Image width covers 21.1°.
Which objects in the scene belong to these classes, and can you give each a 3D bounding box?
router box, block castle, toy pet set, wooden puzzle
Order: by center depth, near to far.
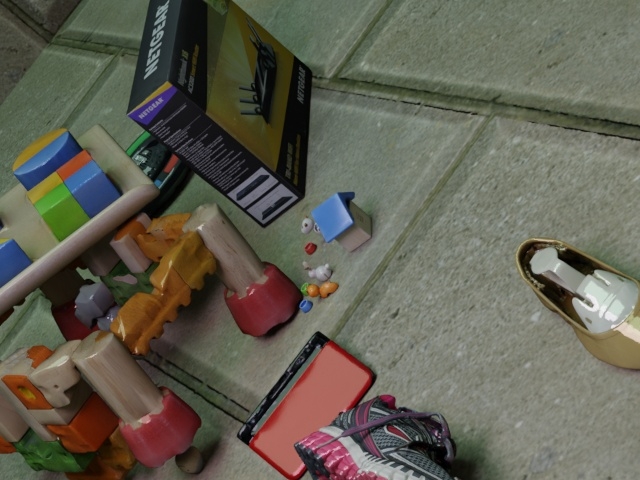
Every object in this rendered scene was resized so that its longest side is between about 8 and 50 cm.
[{"bbox_3d":[0.000,0.000,2.005,0.114,0.065,0.122,-37,29,26],"label":"toy pet set"},{"bbox_3d":[-0.262,0.136,2.092,0.453,0.213,0.303,-6,37,47],"label":"block castle"},{"bbox_3d":[-0.384,-0.026,2.189,0.322,0.080,0.348,-38,24,-5],"label":"wooden puzzle"},{"bbox_3d":[-0.126,-0.197,2.273,0.081,0.243,0.309,-37,29,26],"label":"router box"}]

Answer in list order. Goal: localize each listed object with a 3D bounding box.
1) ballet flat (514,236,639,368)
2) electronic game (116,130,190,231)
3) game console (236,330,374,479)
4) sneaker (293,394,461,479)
[{"bbox_3d":[0.239,0.052,1.534,0.080,0.073,0.232,-52,26,-3],"label":"ballet flat"},{"bbox_3d":[-0.262,-0.105,2.596,0.229,0.048,0.229,-38,27,24],"label":"electronic game"},{"bbox_3d":[-0.014,0.178,1.846,0.144,0.085,0.124,-52,-6,-4],"label":"game console"},{"bbox_3d":[0.085,0.206,1.531,0.112,0.121,0.299,-37,27,-16],"label":"sneaker"}]
